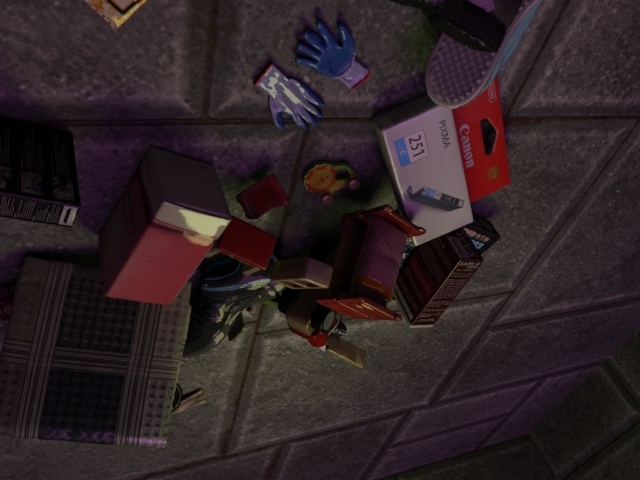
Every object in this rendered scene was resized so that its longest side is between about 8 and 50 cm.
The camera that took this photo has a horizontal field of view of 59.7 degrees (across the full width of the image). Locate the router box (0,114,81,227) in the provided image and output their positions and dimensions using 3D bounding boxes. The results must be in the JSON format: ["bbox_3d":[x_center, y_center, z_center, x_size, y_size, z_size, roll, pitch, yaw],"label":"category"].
[{"bbox_3d":[-0.413,-0.101,0.774,0.133,0.179,0.046,11,127,-36],"label":"router box"}]

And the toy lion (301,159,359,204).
[{"bbox_3d":[0.017,-0.124,1.107,0.100,0.034,0.096,-29,135,4],"label":"toy lion"}]

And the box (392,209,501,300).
[{"bbox_3d":[0.250,0.033,1.382,0.295,0.073,0.293,16,126,-39],"label":"box"}]

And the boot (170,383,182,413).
[{"bbox_3d":[-0.426,0.333,1.223,0.377,0.138,0.284,24,153,-37],"label":"boot"}]

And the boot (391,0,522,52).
[{"bbox_3d":[0.163,-0.430,0.759,0.338,0.118,0.223,22,106,-22],"label":"boot"}]

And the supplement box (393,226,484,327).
[{"bbox_3d":[0.260,0.079,1.282,0.073,0.130,0.239,2,135,-27],"label":"supplement box"}]

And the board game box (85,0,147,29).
[{"bbox_3d":[-0.234,-0.372,0.664,0.193,0.045,0.147,-35,141,12],"label":"board game box"}]

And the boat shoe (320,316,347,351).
[{"bbox_3d":[-0.002,0.194,1.402,0.105,0.113,0.306,-34,144,1],"label":"boat shoe"}]

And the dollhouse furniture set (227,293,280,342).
[{"bbox_3d":[-0.161,0.174,1.317,0.058,0.076,0.151,21,122,-42],"label":"dollhouse furniture set"}]

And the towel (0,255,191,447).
[{"bbox_3d":[-0.411,0.203,1.028,0.312,0.324,0.056,11,169,-17],"label":"towel"}]

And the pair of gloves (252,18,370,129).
[{"bbox_3d":[-0.015,-0.266,0.928,0.198,0.023,0.159,-40,140,17],"label":"pair of gloves"}]

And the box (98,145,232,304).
[{"bbox_3d":[-0.277,-0.020,0.968,0.127,0.148,0.232,15,126,-39],"label":"box"}]

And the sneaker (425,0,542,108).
[{"bbox_3d":[0.289,-0.387,0.904,0.366,0.135,0.150,-55,175,19],"label":"sneaker"}]

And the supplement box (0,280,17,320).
[{"bbox_3d":[-0.589,0.115,1.040,0.083,0.043,0.055,-17,143,-10],"label":"supplement box"}]

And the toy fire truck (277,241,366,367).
[{"bbox_3d":[0.041,0.163,1.276,0.217,0.158,0.246,-54,150,-27],"label":"toy fire truck"}]

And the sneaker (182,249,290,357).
[{"bbox_3d":[-0.224,0.118,1.208,0.341,0.125,0.139,-42,123,12],"label":"sneaker"}]

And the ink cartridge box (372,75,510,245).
[{"bbox_3d":[0.265,-0.161,1.115,0.261,0.066,0.296,-24,128,-1],"label":"ink cartridge box"}]

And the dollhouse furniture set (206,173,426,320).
[{"bbox_3d":[0.000,0.000,1.044,0.374,0.201,0.152,27,160,-31],"label":"dollhouse furniture set"}]

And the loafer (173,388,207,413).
[{"bbox_3d":[-0.381,0.453,1.560,0.125,0.039,0.045,-18,175,-5],"label":"loafer"}]

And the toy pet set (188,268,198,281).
[{"bbox_3d":[-0.303,0.084,1.143,0.114,0.065,0.122,-41,140,19],"label":"toy pet set"}]
